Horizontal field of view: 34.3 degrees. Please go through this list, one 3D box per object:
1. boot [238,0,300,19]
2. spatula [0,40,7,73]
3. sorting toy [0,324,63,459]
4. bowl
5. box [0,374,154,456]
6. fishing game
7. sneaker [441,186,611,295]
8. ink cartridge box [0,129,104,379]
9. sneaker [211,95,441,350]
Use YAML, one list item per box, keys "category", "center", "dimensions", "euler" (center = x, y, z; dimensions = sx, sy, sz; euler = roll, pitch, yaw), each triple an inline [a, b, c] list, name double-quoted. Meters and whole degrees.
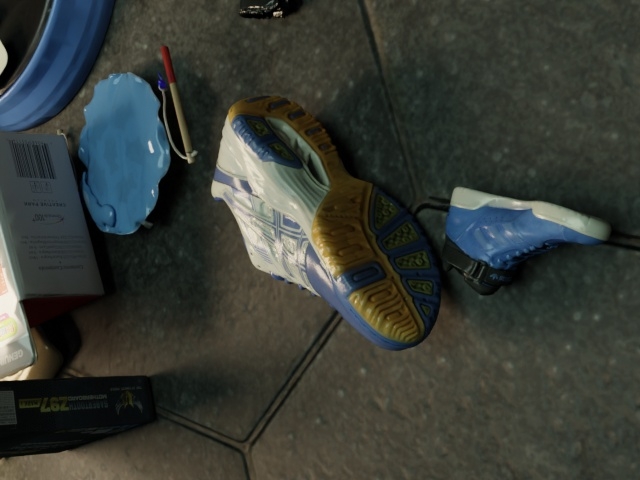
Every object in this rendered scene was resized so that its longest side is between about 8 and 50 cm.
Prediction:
- category: "boot"
  center: [-0.070, -0.277, 1.060]
  dimensions: [0.121, 0.045, 0.099]
  euler: [7, 95, 39]
- category: "spatula"
  center: [-0.470, -0.197, 1.304]
  dimensions: [0.242, 0.019, 0.168]
  euler: [-46, 62, 29]
- category: "sorting toy"
  center: [-0.458, 0.174, 1.370]
  dimensions: [0.229, 0.041, 0.307]
  euler: [49, 118, 25]
- category: "bowl"
  center: [-0.411, -0.335, 1.322]
  dimensions: [0.391, 0.077, 0.391]
  euler: [-2, 87, 40]
- category: "box"
  center: [-0.329, 0.198, 1.132]
  dimensions: [0.183, 0.232, 0.059]
  euler: [-22, 71, 37]
- category: "fishing game"
  center: [-0.220, -0.098, 1.180]
  dimensions: [0.264, 0.041, 0.189]
  euler: [-29, 70, 44]
- category: "sneaker"
  center: [0.162, 0.009, 0.844]
  dimensions: [0.152, 0.058, 0.085]
  euler: [14, 92, 43]
- category: "ink cartridge box"
  center: [-0.419, 0.053, 1.233]
  dimensions: [0.309, 0.130, 0.272]
  euler: [-23, 78, 32]
- category: "sneaker"
  center: [0.000, 0.000, 0.969]
  dimensions: [0.296, 0.112, 0.131]
  euler: [55, 138, 29]
